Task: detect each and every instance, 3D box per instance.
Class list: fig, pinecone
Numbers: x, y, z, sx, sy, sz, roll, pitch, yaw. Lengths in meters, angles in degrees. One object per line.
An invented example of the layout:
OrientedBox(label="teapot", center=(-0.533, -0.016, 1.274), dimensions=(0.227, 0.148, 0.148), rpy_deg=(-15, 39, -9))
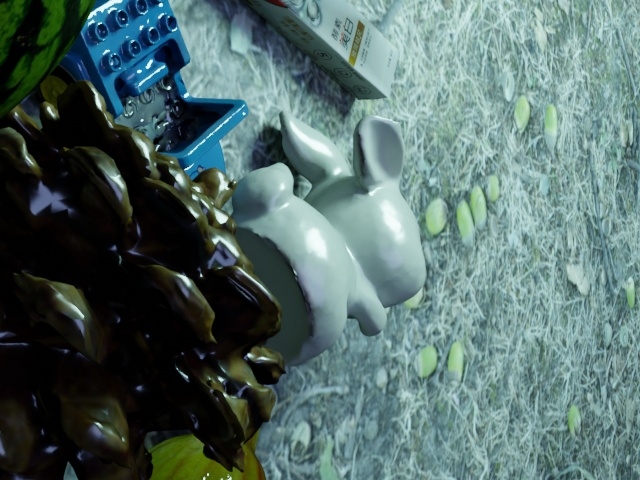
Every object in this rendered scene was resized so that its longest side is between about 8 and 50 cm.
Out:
OrientedBox(label="fig", center=(-0.077, 0.166, 0.700), dimensions=(0.124, 0.124, 0.236), rpy_deg=(65, 33, -28))
OrientedBox(label="pinecone", center=(-0.141, 0.054, 0.520), dimensions=(0.243, 0.243, 0.257), rpy_deg=(30, 93, -47))

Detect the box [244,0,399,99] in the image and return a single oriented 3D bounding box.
OrientedBox(label="box", center=(-0.007, -0.197, 0.829), dimensions=(0.218, 0.039, 0.055), rpy_deg=(31, 68, -46))

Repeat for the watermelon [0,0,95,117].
OrientedBox(label="watermelon", center=(-0.220, -0.161, 0.374), dimensions=(0.285, 0.285, 0.285), rpy_deg=(0, 90, -51))

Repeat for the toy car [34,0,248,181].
OrientedBox(label="toy car", center=(-0.114, -0.088, 0.648), dimensions=(0.097, 0.100, 0.191), rpy_deg=(-50, 131, -43))

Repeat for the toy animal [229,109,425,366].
OrientedBox(label="toy animal", center=(-0.003, -0.003, 0.767), dimensions=(0.193, 0.127, 0.179), rpy_deg=(-42, 119, -40))
